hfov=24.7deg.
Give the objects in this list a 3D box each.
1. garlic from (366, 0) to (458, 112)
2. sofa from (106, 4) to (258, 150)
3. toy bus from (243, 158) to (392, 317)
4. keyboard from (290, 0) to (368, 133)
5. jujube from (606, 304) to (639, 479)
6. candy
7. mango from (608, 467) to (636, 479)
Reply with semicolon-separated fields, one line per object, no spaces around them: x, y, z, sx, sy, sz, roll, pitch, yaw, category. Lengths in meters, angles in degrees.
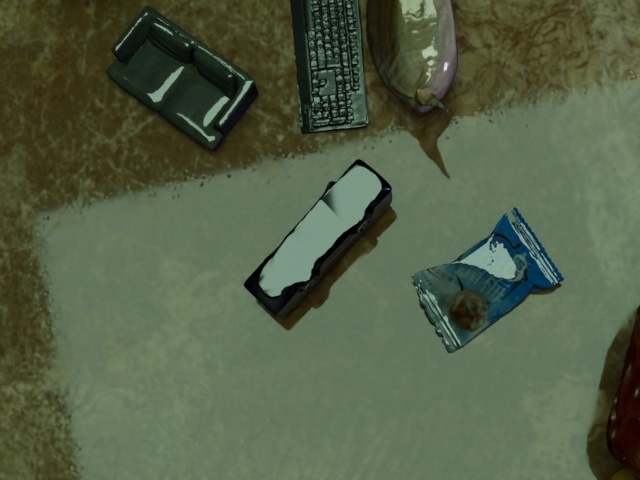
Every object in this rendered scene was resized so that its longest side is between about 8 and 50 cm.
0.098;-0.202;1.460;0.091;0.128;0.198;3;75;-10;garlic
-0.146;-0.168;1.511;0.147;0.060;0.085;37;84;11;sofa
0.000;0.000;1.455;0.057;0.072;0.172;42;86;13;toy bus
0.007;-0.209;1.529;0.074;0.015;0.196;-5;77;5;keyboard
0.371;0.097;1.301;0.197;0.197;0.290;34;101;11;jujube
0.161;0.039;1.451;0.136;0.038;0.088;-33;90;5;candy
0.320;0.258;1.379;0.114;0.057;0.079;35;87;20;mango
